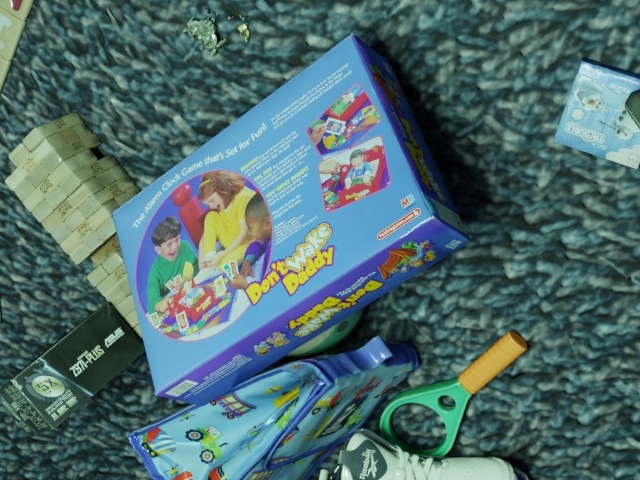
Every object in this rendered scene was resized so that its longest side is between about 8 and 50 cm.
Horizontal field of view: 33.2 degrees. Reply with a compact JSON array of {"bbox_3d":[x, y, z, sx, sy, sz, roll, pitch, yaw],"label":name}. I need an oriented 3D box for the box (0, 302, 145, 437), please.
[{"bbox_3d":[-0.314,0.163,1.331,0.077,0.147,0.180,51,155,-5],"label":"box"}]

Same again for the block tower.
[{"bbox_3d":[-0.238,0.006,1.311,0.091,0.097,0.335,-38,93,29],"label":"block tower"}]

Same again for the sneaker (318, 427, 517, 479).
[{"bbox_3d":[0.098,0.278,1.249,0.235,0.094,0.153,-15,140,43],"label":"sneaker"}]

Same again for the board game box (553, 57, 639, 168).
[{"bbox_3d":[0.294,-0.129,1.089,0.090,0.020,0.090,20,117,12],"label":"board game box"}]

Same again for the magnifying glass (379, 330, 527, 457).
[{"bbox_3d":[0.157,0.185,1.270,0.092,0.026,0.231,43,119,0],"label":"magnifying glass"}]

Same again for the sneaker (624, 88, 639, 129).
[{"bbox_3d":[0.416,-0.069,1.023,0.267,0.101,0.106,43,106,-9],"label":"sneaker"}]

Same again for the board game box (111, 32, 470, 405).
[{"bbox_3d":[-0.046,-0.015,1.103,0.347,0.078,0.233,-33,57,22],"label":"board game box"}]

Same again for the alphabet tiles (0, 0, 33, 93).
[{"bbox_3d":[-0.474,-0.340,1.306,0.285,0.011,0.342,33,119,5],"label":"alphabet tiles"}]

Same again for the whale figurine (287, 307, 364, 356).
[{"bbox_3d":[0.000,0.000,1.206,0.216,0.141,0.272,30,99,40],"label":"whale figurine"}]

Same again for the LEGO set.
[{"bbox_3d":[-0.120,-0.235,1.204,0.083,0.023,0.054,-17,104,26],"label":"LEGO set"}]

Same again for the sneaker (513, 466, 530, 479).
[{"bbox_3d":[0.210,0.345,1.288,0.068,0.071,0.170,17,115,14],"label":"sneaker"}]

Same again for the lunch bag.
[{"bbox_3d":[-0.031,0.192,1.227,0.293,0.221,0.138,-40,70,25],"label":"lunch bag"}]
